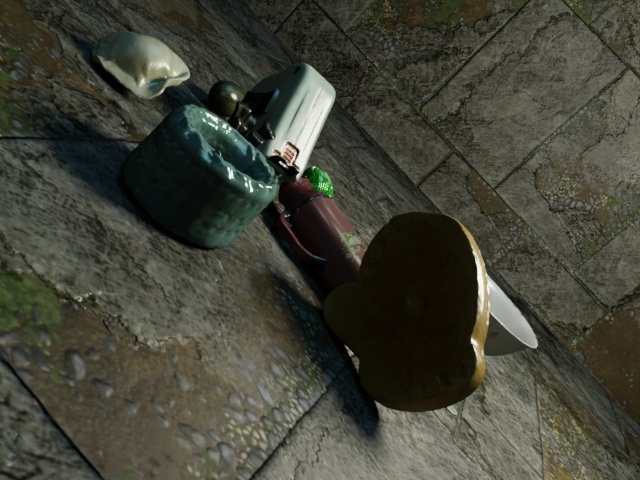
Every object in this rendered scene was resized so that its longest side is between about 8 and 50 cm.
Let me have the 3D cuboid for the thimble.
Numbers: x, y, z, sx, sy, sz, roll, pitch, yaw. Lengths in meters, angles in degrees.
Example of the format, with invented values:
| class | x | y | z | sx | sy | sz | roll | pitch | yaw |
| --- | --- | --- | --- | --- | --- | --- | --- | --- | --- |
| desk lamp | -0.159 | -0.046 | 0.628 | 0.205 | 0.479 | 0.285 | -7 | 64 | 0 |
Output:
| class | x | y | z | sx | sy | sz | roll | pitch | yaw |
| --- | --- | --- | --- | --- | --- | --- | --- | --- | --- |
| thimble | -0.176 | -0.098 | 1.073 | 0.198 | 0.143 | 0.235 | 53 | 16 | 21 |

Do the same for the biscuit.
| class | x | y | z | sx | sy | sz | roll | pitch | yaw |
| --- | --- | --- | --- | --- | --- | --- | --- | --- | --- |
| biscuit | 0.139 | 0.116 | 1.163 | 0.057 | 0.287 | 0.344 | 42 | 42 | -49 |

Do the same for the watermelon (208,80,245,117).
| class | x | y | z | sx | sy | sz | roll | pitch | yaw |
| --- | --- | --- | --- | --- | --- | --- | --- | --- | --- |
| watermelon | -0.216 | -0.331 | 1.645 | 0.078 | 0.078 | 0.110 | 56 | 13 | 30 |

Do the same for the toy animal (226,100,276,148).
| class | x | y | z | sx | sy | sz | roll | pitch | yaw |
| --- | --- | --- | --- | --- | --- | --- | --- | --- | --- |
| toy animal | -0.169 | -0.180 | 1.281 | 0.114 | 0.146 | 0.245 | 47 | 18 | -2 |

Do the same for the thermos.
| class | x | y | z | sx | sy | sz | roll | pitch | yaw |
| --- | --- | --- | --- | --- | --- | --- | --- | --- | --- |
| thermos | 0.003 | 0.003 | 1.369 | 0.330 | 0.136 | 0.109 | 56 | -17 | 29 |

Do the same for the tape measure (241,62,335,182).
| class | x | y | z | sx | sy | sz | roll | pitch | yaw |
| --- | --- | --- | --- | --- | --- | --- | --- | --- | --- |
| tape measure | -0.095 | -0.243 | 1.455 | 0.246 | 0.243 | 0.125 | -1 | -32 | 48 |

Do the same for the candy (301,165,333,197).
| class | x | y | z | sx | sy | sz | roll | pitch | yaw |
| --- | --- | --- | --- | --- | --- | --- | --- | --- | --- |
| candy | 0.001 | -0.047 | 1.546 | 0.097 | 0.097 | 0.323 | 35 | 28 | -35 |

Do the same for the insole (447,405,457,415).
| class | x | y | z | sx | sy | sz | roll | pitch | yaw |
| --- | --- | --- | --- | --- | --- | --- | --- | --- | --- |
| insole | 0.224 | 0.286 | 1.399 | 0.153 | 0.002 | 0.053 | 54 | 17 | 25 |

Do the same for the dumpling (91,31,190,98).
| class | x | y | z | sx | sy | sz | roll | pitch | yaw |
| --- | --- | --- | --- | --- | --- | --- | --- | --- | --- |
| dumpling | -0.329 | -0.317 | 1.300 | 0.169 | 0.100 | 0.134 | 30 | 37 | -39 |

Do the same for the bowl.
| class | x | y | z | sx | sy | sz | roll | pitch | yaw |
| --- | --- | --- | --- | --- | --- | --- | --- | --- | --- |
| bowl | 0.366 | 0.177 | 1.741 | 0.345 | 0.157 | 0.345 | 41 | 17 | -15 |
